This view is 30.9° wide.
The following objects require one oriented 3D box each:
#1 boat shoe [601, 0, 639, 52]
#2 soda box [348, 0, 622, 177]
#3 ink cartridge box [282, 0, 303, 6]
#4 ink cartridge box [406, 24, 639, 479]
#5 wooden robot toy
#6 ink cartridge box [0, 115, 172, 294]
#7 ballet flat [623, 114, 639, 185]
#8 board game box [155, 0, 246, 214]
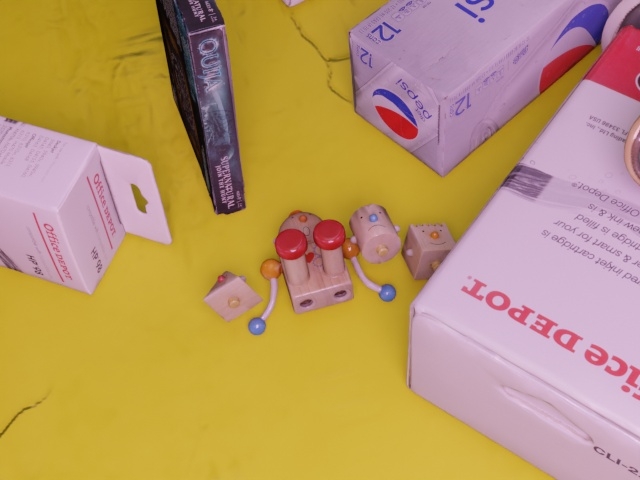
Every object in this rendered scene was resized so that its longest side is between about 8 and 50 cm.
[{"bbox_3d":[0.371,-0.186,0.860,0.335,0.112,0.095,-28,52,-7],"label":"boat shoe"},{"bbox_3d":[0.155,-0.179,0.880,0.286,0.091,0.098,-40,61,-22],"label":"soda box"},{"bbox_3d":[0.028,-0.369,0.951,0.270,0.197,0.198,-30,60,-16],"label":"ink cartridge box"},{"bbox_3d":[0.206,0.021,0.729,0.197,0.114,0.273,30,61,21],"label":"ink cartridge box"},{"bbox_3d":[0.000,0.000,0.786,0.173,0.076,0.079,-14,46,-6],"label":"wooden robot toy"},{"bbox_3d":[-0.200,-0.027,0.791,0.180,0.104,0.060,16,58,14],"label":"ink cartridge box"},{"bbox_3d":[0.271,-0.085,0.698,0.232,0.080,0.073,-17,28,-13],"label":"ballet flat"},{"bbox_3d":[-0.085,-0.120,0.797,0.026,0.186,0.126,-17,57,-10],"label":"board game box"}]
